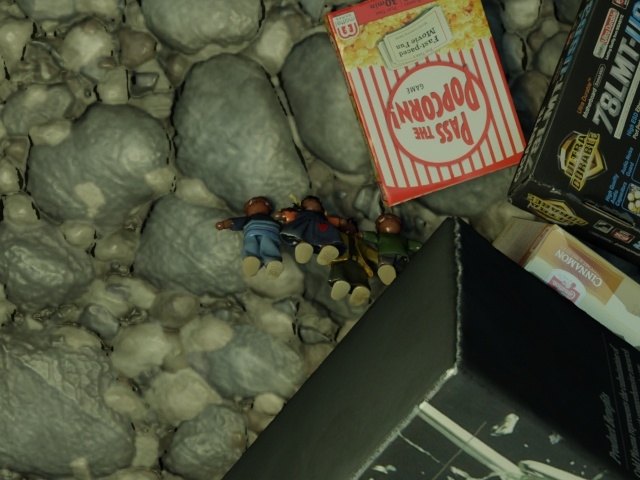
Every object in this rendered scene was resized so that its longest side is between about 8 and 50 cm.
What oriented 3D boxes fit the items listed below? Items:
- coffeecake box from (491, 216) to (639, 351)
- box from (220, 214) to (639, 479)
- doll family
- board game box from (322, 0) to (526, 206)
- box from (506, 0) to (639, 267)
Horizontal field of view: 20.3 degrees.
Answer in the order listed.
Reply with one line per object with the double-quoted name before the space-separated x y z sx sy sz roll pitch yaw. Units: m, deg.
"coffeecake box" 0.235 0.047 1.664 0.142 0.185 0.068 36 89 -7
"box" 0.149 0.326 1.525 0.472 0.297 0.480 35 111 -10
"doll family" 0.000 0.000 1.681 0.193 0.111 0.076 20 125 -18
"board game box" 0.102 -0.146 1.711 0.147 0.045 0.193 -19 95 -4
"box" 0.357 -0.105 1.675 0.293 0.073 0.295 25 66 -5
